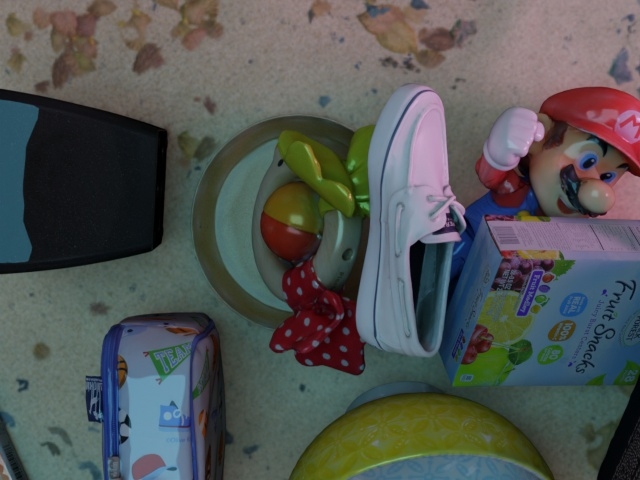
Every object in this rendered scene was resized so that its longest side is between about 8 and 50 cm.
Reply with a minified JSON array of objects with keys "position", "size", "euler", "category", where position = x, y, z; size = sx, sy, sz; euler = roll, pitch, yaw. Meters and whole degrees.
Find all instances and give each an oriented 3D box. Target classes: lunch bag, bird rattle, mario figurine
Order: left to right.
[{"position":[-0.158,0.198,1.470],"size":[0.115,0.303,0.243],"euler":[0,92,2],"category":"lunch bag"},{"position":[0.000,0.000,1.476],"size":[0.143,0.207,0.253],"euler":[-4,113,-30],"category":"bird rattle"},{"position":[0.210,-0.015,1.452],"size":[0.320,0.198,0.170],"euler":[-48,71,13],"category":"mario figurine"}]

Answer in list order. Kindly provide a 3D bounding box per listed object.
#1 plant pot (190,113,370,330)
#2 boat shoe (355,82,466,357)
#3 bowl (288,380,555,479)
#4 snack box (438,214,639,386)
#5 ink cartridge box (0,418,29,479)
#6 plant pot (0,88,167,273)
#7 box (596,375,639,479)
[{"position":[-0.022,-0.018,1.571],"size":[0.236,0.032,0.236],"euler":[1,93,11],"category":"plant pot"},{"position":[0.098,-0.017,1.376],"size":[0.084,0.095,0.258],"euler":[14,106,42],"category":"boat shoe"},{"position":[0.089,0.239,1.485],"size":[0.289,0.289,0.156],"euler":[-21,46,11],"category":"bowl"},{"position":[0.237,0.062,1.426],"size":[0.207,0.070,0.174],"euler":[0,132,-18],"category":"snack box"},{"position":[-0.437,0.255,1.657],"size":[0.179,0.045,0.145],"euler":[-25,88,8],"category":"ink cartridge box"},{"position":[-0.250,-0.059,1.546],"size":[0.167,0.188,0.187],"euler":[3,93,-3],"category":"plant pot"},{"position":[0.513,0.230,1.260],"size":[0.480,0.472,0.297],"euler":[24,98,8],"category":"box"}]
